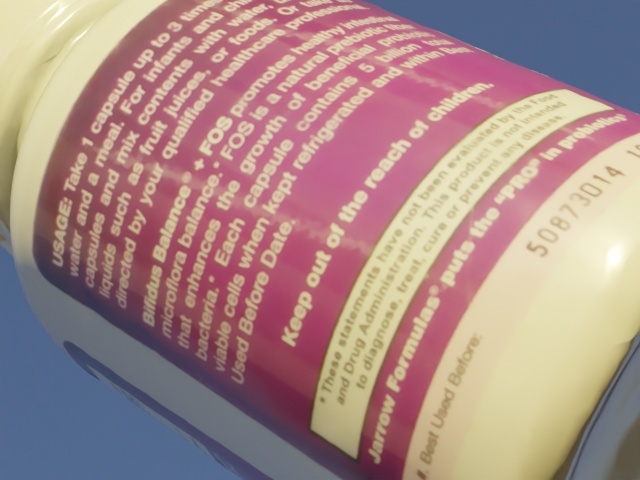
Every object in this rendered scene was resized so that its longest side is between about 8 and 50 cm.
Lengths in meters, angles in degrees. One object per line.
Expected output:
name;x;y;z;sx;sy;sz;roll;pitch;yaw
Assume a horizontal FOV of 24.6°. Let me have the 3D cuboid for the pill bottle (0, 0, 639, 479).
pill bottle;0.000;0.000;0.516;0.169;0.302;0.169;-31;-44;-36
